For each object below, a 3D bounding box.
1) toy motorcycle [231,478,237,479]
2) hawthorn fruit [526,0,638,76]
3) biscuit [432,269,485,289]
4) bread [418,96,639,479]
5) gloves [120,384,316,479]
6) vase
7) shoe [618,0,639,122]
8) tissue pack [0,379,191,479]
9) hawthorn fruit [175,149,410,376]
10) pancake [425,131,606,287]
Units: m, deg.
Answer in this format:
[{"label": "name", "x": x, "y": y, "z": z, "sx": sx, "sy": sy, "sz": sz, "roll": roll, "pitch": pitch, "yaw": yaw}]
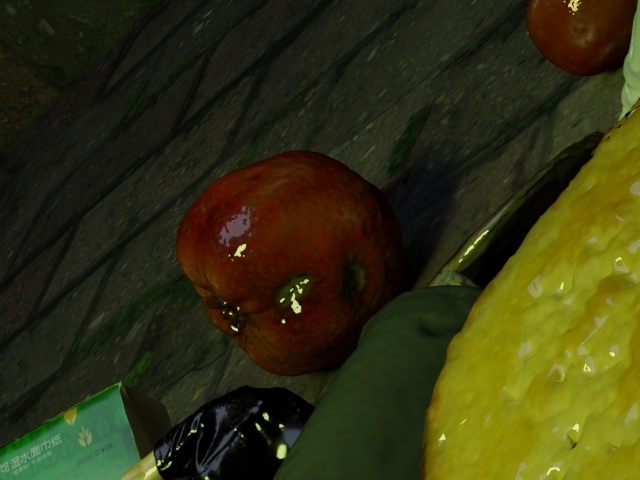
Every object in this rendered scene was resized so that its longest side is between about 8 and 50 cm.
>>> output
[{"label": "toy motorcycle", "x": -0.101, "y": 0.340, "z": 1.542, "sx": 0.331, "sy": 0.125, "sz": 0.196, "roll": -54, "pitch": 18, "yaw": 7}, {"label": "hawthorn fruit", "x": 0.240, "y": -0.207, "z": 1.774, "sx": 0.128, "sy": 0.128, "sz": 0.128, "roll": -45, "pitch": 18, "yaw": 20}, {"label": "biscuit", "x": 0.078, "y": 0.145, "z": 1.479, "sx": 0.239, "sy": 0.108, "sz": 0.062, "roll": -57, "pitch": 8, "yaw": -16}, {"label": "bread", "x": 0.223, "y": 0.098, "z": 1.045, "sx": 0.398, "sy": 0.215, "sz": 0.398, "roll": -45, "pitch": 24, "yaw": 26}, {"label": "gloves", "x": -0.073, "y": 0.213, "z": 1.635, "sx": 0.203, "sy": 0.164, "sz": 0.124, "roll": -50, "pitch": 9, "yaw": 6}, {"label": "vase", "x": 0.059, "y": 0.177, "z": 1.285, "sx": 0.245, "sy": 0.245, "sz": 0.291, "roll": -33, "pitch": 21, "yaw": 46}, {"label": "shoe", "x": 0.267, "y": -0.101, "z": 1.413, "sx": 0.363, "sy": 0.160, "sz": 0.132, "roll": -52, "pitch": 16, "yaw": -4}, {"label": "tissue pack", "x": -0.225, "y": 0.258, "z": 1.909, "sx": 0.209, "sy": 0.156, "sz": 0.148, "roll": -30, "pitch": 59, "yaw": 12}, {"label": "hawthorn fruit", "x": 0.000, "y": 0.000, "z": 1.862, "sx": 0.243, "sy": 0.207, "sz": 0.207, "roll": -38, "pitch": 12, "yaw": -21}, {"label": "pancake", "x": 0.144, "y": -0.004, "z": 1.629, "sx": 0.250, "sy": 0.031, "sz": 0.250, "roll": -44, "pitch": -3, "yaw": -3}]
